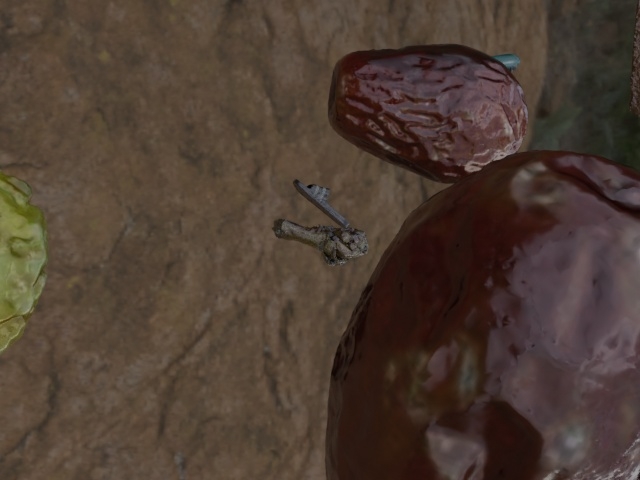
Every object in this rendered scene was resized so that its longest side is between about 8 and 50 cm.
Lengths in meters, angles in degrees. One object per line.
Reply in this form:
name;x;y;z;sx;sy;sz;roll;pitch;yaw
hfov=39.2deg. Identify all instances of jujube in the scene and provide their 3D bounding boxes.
jujube;0.146;0.112;0.725;0.276;0.277;0.376;-37;146;-50
jujube;0.135;-0.167;1.149;0.255;0.190;0.189;5;81;-12

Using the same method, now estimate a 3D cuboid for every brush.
brush;0.350;-0.385;2.007;0.032;0.194;0.043;85;-5;-52

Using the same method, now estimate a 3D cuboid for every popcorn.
popcorn;-0.574;0.037;1.339;0.334;0.294;0.292;60;30;-7

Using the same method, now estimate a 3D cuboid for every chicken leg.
chicken leg;0.004;0.002;1.825;0.196;0.125;0.080;9;100;-31

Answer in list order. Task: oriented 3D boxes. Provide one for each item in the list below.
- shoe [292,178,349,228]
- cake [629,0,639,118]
shoe;0.010;-0.101;2.183;0.179;0.071;0.049;40;82;-16
cake;0.712;-0.404;1.884;0.113;0.116;0.295;3;90;-65
